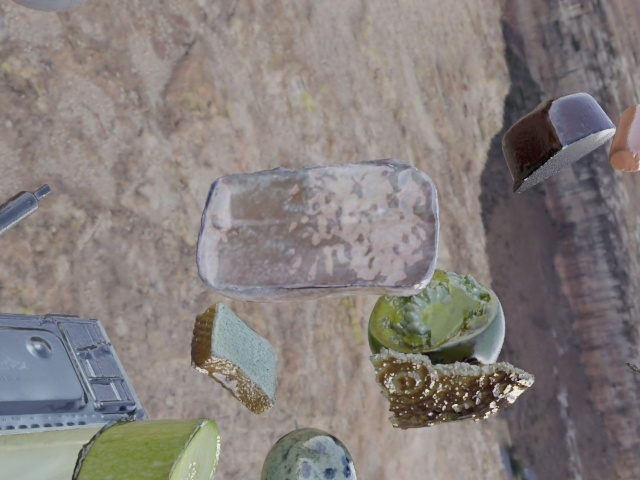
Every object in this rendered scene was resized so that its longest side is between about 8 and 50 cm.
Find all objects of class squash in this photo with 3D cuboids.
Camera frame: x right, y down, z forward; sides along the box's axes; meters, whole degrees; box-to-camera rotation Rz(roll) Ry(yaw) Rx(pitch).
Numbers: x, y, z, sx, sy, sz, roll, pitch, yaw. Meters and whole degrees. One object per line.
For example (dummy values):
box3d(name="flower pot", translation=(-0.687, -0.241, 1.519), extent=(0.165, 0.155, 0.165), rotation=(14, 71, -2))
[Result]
box3d(name="squash", translation=(-0.181, 0.311, 0.904), extent=(0.220, 0.133, 0.220), rotation=(-5, 90, -76))

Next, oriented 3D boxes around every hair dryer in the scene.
box3d(name="hair dryer", translation=(-0.470, -0.038, 1.082), extent=(0.195, 0.078, 0.248), rotation=(65, 34, -20))

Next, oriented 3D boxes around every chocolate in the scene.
box3d(name="chocolate", translation=(0.287, -0.134, 1.000), extent=(0.080, 0.149, 0.125), rotation=(63, 19, 14))
box3d(name="chocolate", translation=(0.000, 0.000, 0.986), extent=(0.100, 0.303, 0.185), rotation=(65, 26, -52))

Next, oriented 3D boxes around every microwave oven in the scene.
box3d(name="microwave oven", translation=(-0.524, 0.269, 1.150), extent=(0.394, 0.333, 0.247), rotation=(15, 32, -55))

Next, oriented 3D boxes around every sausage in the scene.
box3d(name="sausage", translation=(0.274, -0.090, 0.687), extent=(0.083, 0.034, 0.034), rotation=(-55, 127, -43))

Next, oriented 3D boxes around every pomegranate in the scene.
box3d(name="pomegranate", translation=(0.211, 0.166, 1.528), extent=(0.260, 0.260, 0.340), rotation=(65, -5, -22))

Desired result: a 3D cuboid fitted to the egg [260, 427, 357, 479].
box3d(name="egg", translation=(-0.016, 0.357, 1.112), extent=(0.141, 0.141, 0.181), rotation=(21, 63, -62))

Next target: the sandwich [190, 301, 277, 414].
box3d(name="sandwich", translation=(-0.180, 0.250, 1.688), extent=(0.214, 0.065, 0.186), rotation=(46, 24, -28))

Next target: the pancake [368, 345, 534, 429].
box3d(name="pancake", translation=(0.198, 0.238, 1.353), extent=(0.244, 0.266, 0.057), rotation=(38, 32, -18))

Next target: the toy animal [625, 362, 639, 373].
box3d(name="toy animal", translation=(0.589, 0.247, 1.246), extent=(0.069, 0.220, 0.086), rotation=(-29, 137, -57))

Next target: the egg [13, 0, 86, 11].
box3d(name="egg", translation=(-0.369, -0.379, 1.044), extent=(0.146, 0.199, 0.146), rotation=(-30, 138, -31))
